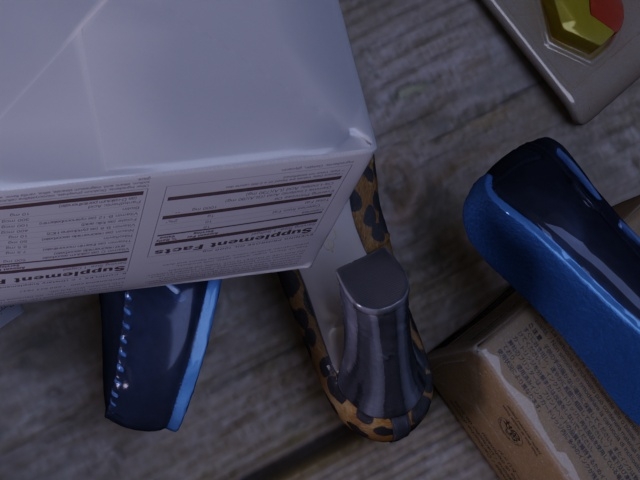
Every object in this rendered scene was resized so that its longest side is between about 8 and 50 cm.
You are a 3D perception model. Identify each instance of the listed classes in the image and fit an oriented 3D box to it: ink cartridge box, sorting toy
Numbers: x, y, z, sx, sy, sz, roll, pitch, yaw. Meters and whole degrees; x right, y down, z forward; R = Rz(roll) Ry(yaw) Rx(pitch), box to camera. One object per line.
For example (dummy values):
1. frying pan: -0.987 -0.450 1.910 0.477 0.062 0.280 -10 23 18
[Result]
1. ink cartridge box: 0.213 0.116 0.945 0.193 0.088 0.235 -36 94 -25
2. sorting toy: 0.195 -0.218 1.026 0.193 0.038 0.208 -40 97 -24

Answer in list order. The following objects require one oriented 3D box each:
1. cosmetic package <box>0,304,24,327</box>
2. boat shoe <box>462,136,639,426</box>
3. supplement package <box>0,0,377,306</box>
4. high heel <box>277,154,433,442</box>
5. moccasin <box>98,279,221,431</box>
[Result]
1. cosmetic package: -0.267 0.058 0.713 0.099 0.060 0.239 55 35 -3
2. boat shoe: 0.205 0.039 0.853 0.258 0.109 0.089 49 63 -9
3. supplement package: -0.110 -0.118 0.706 0.204 0.145 0.262 -7 69 -17
4. high heel: 0.000 0.000 0.901 0.093 0.186 0.261 -18 53 -7
5. moccasin: -0.118 -0.054 0.832 0.116 0.138 0.342 8 63 -17
